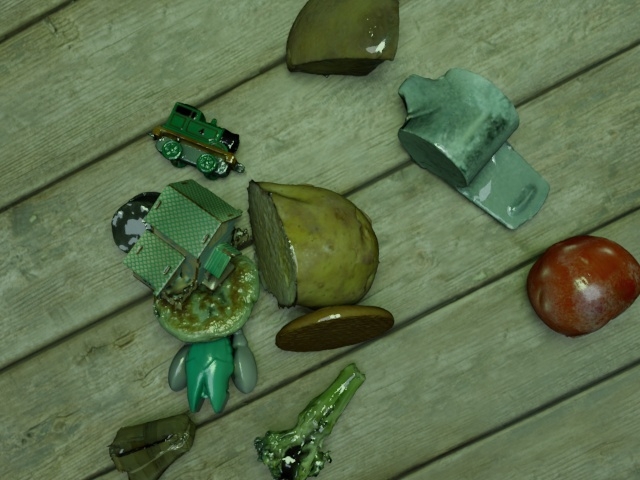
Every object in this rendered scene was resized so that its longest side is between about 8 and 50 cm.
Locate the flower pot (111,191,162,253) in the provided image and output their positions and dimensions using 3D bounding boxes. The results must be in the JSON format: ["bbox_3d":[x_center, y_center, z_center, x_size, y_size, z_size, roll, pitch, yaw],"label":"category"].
[{"bbox_3d":[-0.389,-0.028,1.133,0.157,0.107,0.158,0,97,0],"label":"flower pot"}]

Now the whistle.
[{"bbox_3d":[0.325,-0.191,1.096,0.168,0.188,0.404,-50,126,0],"label":"whistle"}]

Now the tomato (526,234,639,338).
[{"bbox_3d":[0.548,0.089,1.080,0.232,0.232,0.189,-42,72,4],"label":"tomato"}]

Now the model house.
[{"bbox_3d":[-0.246,-0.012,1.022,0.178,0.206,0.271,36,55,10],"label":"model house"}]

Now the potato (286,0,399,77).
[{"bbox_3d":[0.037,-0.444,1.015,0.189,0.264,0.211,5,101,-9],"label":"potato"}]

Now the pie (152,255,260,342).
[{"bbox_3d":[-0.251,0.112,1.120,0.240,0.054,0.241,0,60,0],"label":"pie"}]

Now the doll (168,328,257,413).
[{"bbox_3d":[-0.225,0.258,1.153,0.194,0.153,0.258,25,78,16],"label":"doll"}]

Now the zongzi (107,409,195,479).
[{"bbox_3d":[-0.371,0.513,1.193,0.194,0.099,0.198,-17,106,3],"label":"zongzi"}]

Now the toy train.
[{"bbox_3d":[-0.267,-0.217,1.122,0.227,0.091,0.136,19,85,-1],"label":"toy train"}]

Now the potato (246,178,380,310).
[{"bbox_3d":[0.000,0.000,1.076,0.237,0.301,0.289,-13,109,-20],"label":"potato"}]

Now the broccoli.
[{"bbox_3d":[-0.009,0.408,1.165,0.145,0.165,0.304,38,80,28],"label":"broccoli"}]

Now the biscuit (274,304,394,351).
[{"bbox_3d":[0.029,0.189,1.089,0.261,0.262,0.037,-11,66,2],"label":"biscuit"}]
